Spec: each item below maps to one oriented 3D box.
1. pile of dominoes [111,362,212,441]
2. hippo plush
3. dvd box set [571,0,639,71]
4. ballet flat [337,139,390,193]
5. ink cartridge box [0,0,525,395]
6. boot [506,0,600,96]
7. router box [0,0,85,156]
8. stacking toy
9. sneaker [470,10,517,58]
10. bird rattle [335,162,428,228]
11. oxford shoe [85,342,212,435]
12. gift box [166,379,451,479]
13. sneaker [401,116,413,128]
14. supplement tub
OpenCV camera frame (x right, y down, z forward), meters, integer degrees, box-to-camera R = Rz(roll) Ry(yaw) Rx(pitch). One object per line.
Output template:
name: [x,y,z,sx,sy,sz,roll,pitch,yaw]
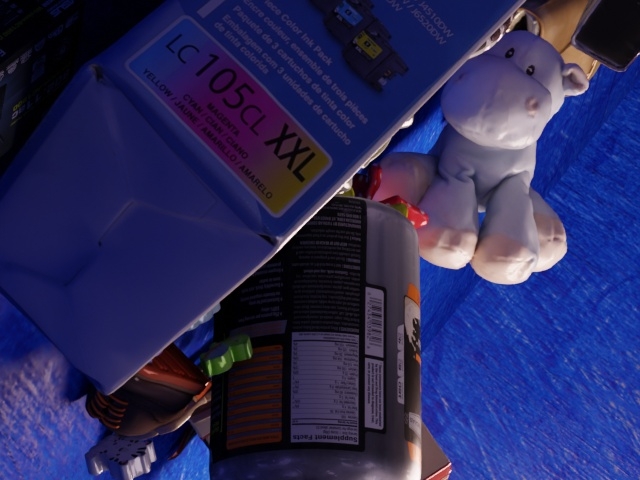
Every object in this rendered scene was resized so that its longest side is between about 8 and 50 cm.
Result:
pile of dominoes: [-0.081,0.145,1.772,0.196,0.040,0.251,-20,-166,44]
hippo plush: [0.221,-0.109,1.981,0.294,0.234,0.237,-36,160,-52]
dvd box set: [0.365,-0.376,1.506,0.420,0.062,0.308,-61,-177,-41]
ballet flat: [0.020,-0.090,1.615,0.231,0.077,0.077,-47,139,-39]
ink cartridge box: [-0.019,-0.108,1.113,0.395,0.151,0.270,-44,-178,-37]
boot: [0.284,-0.245,2.213,0.269,0.089,0.236,-40,152,-48]
router box: [-0.187,-0.084,0.958,0.122,0.038,0.092,-45,167,-35]
stacking toy: [-0.128,0.070,1.390,0.221,0.052,0.167,-40,128,-48]
sneaker: [0.130,-0.206,1.676,0.281,0.106,0.162,-44,168,-39]
bird rattle: [0.000,0.000,1.836,0.207,0.143,0.253,-42,-178,3]
oxford shoe: [-0.164,0.135,1.551,0.098,0.097,0.271,-45,167,-3]
gift box: [-0.026,0.232,1.991,0.276,0.258,0.255,-30,166,-10]
sneaker: [-0.035,-0.103,1.399,0.163,0.086,0.226,-23,-168,-10]
supplement tub: [-0.004,0.132,1.576,0.193,0.193,0.316,89,2,-71]
